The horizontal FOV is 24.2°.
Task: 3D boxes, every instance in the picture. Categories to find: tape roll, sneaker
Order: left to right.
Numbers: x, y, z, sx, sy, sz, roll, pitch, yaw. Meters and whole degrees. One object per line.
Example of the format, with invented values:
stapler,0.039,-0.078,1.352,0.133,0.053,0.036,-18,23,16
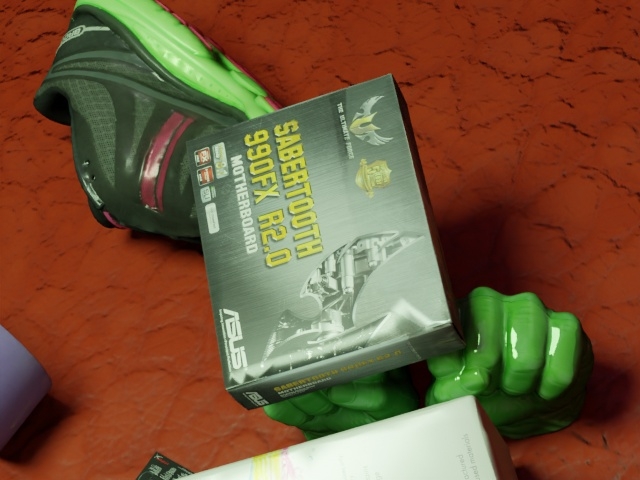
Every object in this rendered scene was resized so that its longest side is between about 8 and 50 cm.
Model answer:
tape roll,-0.339,0.104,1.339,0.189,0.189,0.080,24,66,33
sneaker,-0.111,-0.063,1.418,0.202,0.185,0.483,-52,51,7

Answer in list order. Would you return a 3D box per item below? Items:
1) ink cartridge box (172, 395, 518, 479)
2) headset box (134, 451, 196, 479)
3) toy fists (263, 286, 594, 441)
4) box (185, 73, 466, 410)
ink cartridge box,-0.027,0.234,1.106,0.353,0.207,0.119,-17,69,8
headset box,-0.137,0.231,1.271,0.062,0.032,0.083,22,66,32
toy fists,0.080,0.108,1.211,0.279,0.142,0.096,-6,53,17
box,0.000,0.000,1.179,0.183,0.056,0.231,-17,61,12
